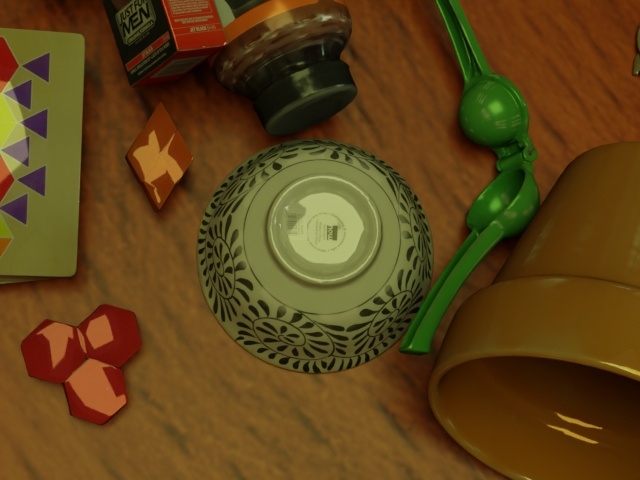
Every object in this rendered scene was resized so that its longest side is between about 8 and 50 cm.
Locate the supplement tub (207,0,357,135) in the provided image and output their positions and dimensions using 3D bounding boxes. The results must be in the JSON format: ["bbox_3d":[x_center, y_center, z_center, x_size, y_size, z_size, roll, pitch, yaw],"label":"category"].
[{"bbox_3d":[-0.045,-0.175,0.803,0.106,0.106,0.198,-22,79,-9],"label":"supplement tub"}]

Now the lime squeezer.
[{"bbox_3d":[0.100,-0.066,0.808,0.110,0.059,0.310,7,72,-16],"label":"lime squeezer"}]

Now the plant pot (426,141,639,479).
[{"bbox_3d":[0.194,0.048,0.736,0.205,0.205,0.188,24,61,1],"label":"plant pot"}]

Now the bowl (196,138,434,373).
[{"bbox_3d":[0.000,0.000,0.780,0.170,0.080,0.170,1,76,-5],"label":"bowl"}]

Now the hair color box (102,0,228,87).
[{"bbox_3d":[-0.116,-0.181,0.768,0.043,0.072,0.141,-15,85,-39],"label":"hair color box"}]

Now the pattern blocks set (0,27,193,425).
[{"bbox_3d":[-0.232,-0.053,0.776,0.285,0.026,0.325,10,82,-11],"label":"pattern blocks set"}]

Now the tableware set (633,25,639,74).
[{"bbox_3d":[0.311,-0.128,0.829,0.168,0.020,0.141,-13,66,24],"label":"tableware set"}]
